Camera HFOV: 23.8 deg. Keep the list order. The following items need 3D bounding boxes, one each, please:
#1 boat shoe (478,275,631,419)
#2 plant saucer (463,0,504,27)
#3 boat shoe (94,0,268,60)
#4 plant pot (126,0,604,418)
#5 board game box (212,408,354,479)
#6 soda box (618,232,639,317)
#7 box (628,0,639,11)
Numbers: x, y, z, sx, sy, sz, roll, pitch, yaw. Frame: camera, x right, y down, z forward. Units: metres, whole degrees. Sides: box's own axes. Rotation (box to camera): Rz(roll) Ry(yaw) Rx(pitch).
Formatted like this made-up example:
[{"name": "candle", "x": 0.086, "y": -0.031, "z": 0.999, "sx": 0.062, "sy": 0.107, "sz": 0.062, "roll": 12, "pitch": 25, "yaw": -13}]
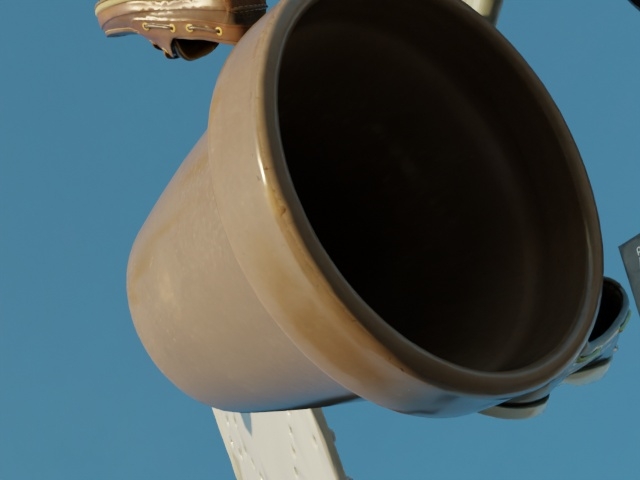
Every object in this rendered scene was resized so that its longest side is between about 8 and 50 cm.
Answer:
[{"name": "boat shoe", "x": 0.204, "y": 0.094, "z": 1.439, "sx": 0.305, "sy": 0.109, "sz": 0.091, "roll": -11, "pitch": -51, "yaw": -56}, {"name": "plant saucer", "x": 0.094, "y": -0.291, "z": 1.299, "sx": 0.100, "sy": 0.400, "sz": 0.400, "roll": 9, "pitch": -71, "yaw": -5}, {"name": "boat shoe", "x": -0.105, "y": -0.160, "z": 1.114, "sx": 0.064, "sy": 0.178, "sz": 0.060, "roll": -16, "pitch": -79, "yaw": -41}, {"name": "plant pot", "x": 0.000, "y": 0.000, "z": 0.921, "sx": 0.263, "sy": 0.263, "sz": 0.229, "roll": 35, "pitch": -41, "yaw": -24}, {"name": "board game box", "x": 0.009, "y": 0.275, "z": 1.373, "sx": 0.050, "sy": 0.390, "sz": 0.390, "roll": -17, "pitch": -102, "yaw": -16}, {"name": "soda box", "x": 0.276, "y": -0.004, "z": 1.011, "sx": 0.053, "sy": 0.060, "sz": 0.169, "roll": -1, "pitch": -23, "yaw": -31}, {"name": "box", "x": 0.470, "y": -0.341, "z": 1.293, "sx": 0.472, "sy": 0.480, "sz": 0.297, "roll": 42, "pitch": -45, "yaw": -1}]
